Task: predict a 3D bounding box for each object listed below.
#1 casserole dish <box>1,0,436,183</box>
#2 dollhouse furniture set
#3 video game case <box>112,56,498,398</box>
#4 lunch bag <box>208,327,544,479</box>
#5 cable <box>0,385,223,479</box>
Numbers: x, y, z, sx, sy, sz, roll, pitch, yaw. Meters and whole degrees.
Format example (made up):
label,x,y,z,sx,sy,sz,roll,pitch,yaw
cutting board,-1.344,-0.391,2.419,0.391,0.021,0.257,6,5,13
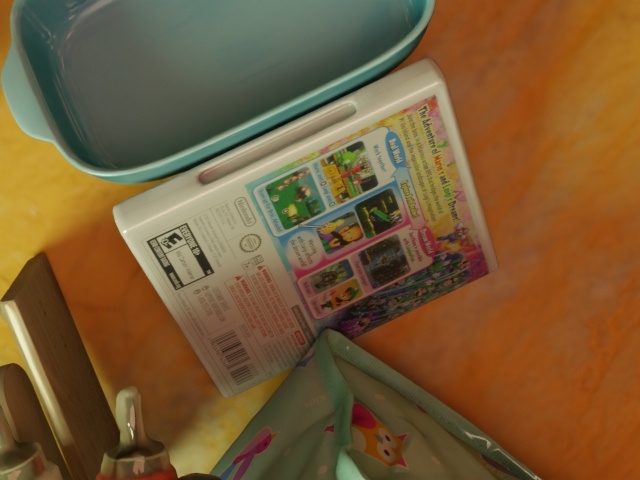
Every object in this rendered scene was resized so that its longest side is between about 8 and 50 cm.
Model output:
label,x,y,z,sx,sy,sz,roll,pitch,yaw
casserole dish,-0.039,-0.088,0.751,0.188,0.114,0.037,-25,153,-3
dollhouse furniture set,-0.180,0.105,0.779,0.151,0.144,0.123,-16,107,11
video game case,0.000,0.000,0.783,0.143,0.019,0.157,-26,147,-1
lunch bag,0.043,0.210,0.832,0.262,0.160,0.223,35,107,-20
cable,-0.080,0.195,0.733,0.139,0.072,0.287,-13,111,-12
